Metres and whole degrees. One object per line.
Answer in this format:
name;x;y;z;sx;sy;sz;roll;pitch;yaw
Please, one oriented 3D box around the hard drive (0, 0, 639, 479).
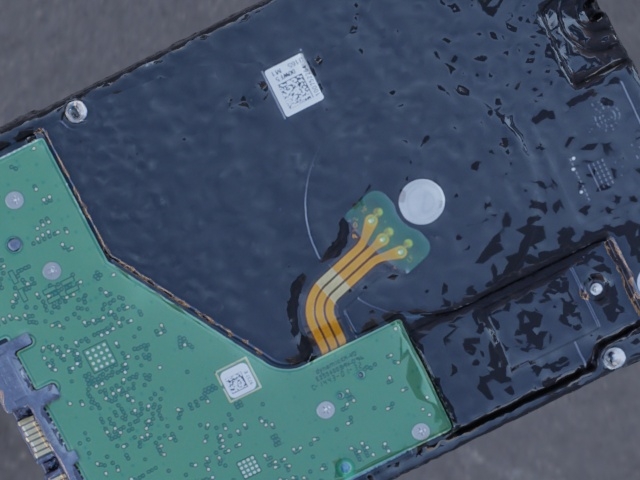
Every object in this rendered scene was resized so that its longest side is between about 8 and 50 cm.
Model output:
hard drive;0.000;0.000;0.881;0.339;0.064;0.237;-27;99;1
